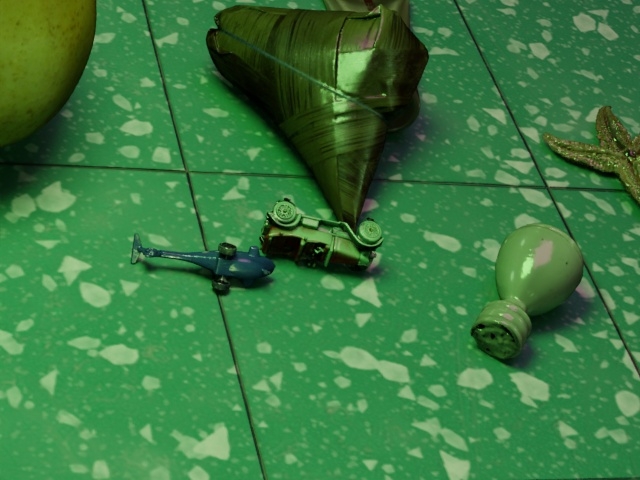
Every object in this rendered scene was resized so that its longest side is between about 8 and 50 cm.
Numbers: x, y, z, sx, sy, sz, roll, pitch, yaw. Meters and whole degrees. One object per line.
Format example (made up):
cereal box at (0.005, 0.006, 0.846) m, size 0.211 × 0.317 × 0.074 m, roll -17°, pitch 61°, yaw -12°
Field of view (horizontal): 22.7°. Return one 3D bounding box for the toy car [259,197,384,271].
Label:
toy car at (0.000, 0.000, 1.889) m, size 0.143 × 0.073 × 0.054 m, roll 14°, pitch 55°, yaw -7°

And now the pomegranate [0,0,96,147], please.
pomegranate at (-0.451, -0.253, 1.787) m, size 0.416 × 0.417 × 0.417 m, roll 11°, pitch 40°, yaw -9°

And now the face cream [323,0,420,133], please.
face cream at (0.078, -0.271, 2.235) m, size 0.137 × 0.084 × 0.341 m, roll 0°, pitch 36°, yaw -6°

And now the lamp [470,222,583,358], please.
lamp at (0.245, 0.060, 1.898) m, size 0.106 × 0.106 × 0.193 m, roll 26°, pitch 50°, yaw 10°

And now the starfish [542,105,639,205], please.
starfish at (0.424, -0.116, 2.207) m, size 0.240 × 0.043 × 0.227 m, roll 14°, pitch 37°, yaw 0°

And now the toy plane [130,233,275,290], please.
toy plane at (-0.133, 0.022, 1.834) m, size 0.167 × 0.054 × 0.062 m, roll 7°, pitch 16°, yaw -15°

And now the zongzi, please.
zongzi at (-0.032, -0.152, 2.032) m, size 0.286 × 0.138 × 0.300 m, roll 6°, pitch 77°, yaw 27°
